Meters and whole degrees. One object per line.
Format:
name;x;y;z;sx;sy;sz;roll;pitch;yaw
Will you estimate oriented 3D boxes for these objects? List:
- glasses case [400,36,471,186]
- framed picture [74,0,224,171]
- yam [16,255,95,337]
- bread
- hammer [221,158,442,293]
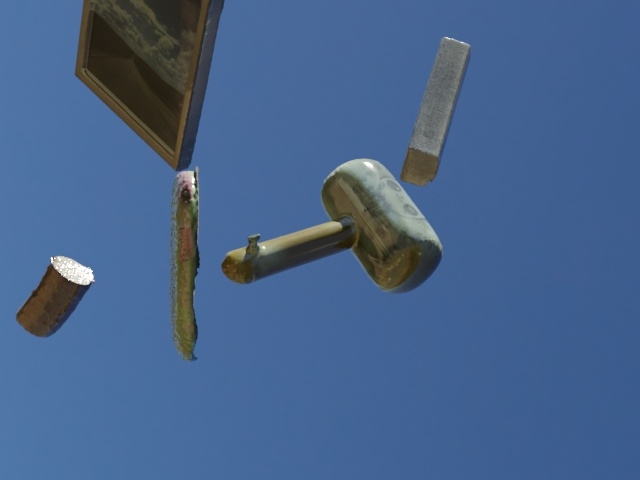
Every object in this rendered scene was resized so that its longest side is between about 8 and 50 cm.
glasses case;0.153;-0.169;2.064;0.047;0.205;0.071;16;-36;3
framed picture;-0.167;-0.216;1.526;0.189;0.023;0.260;43;-43;29
yam;-0.439;0.092;2.603;0.084;0.084;0.127;49;-66;26
bread;-0.155;0.025;1.790;0.228;0.033;0.228;180;-90;-85
hammer;0.000;0.000;2.095;0.202;0.305;0.113;53;-37;33
